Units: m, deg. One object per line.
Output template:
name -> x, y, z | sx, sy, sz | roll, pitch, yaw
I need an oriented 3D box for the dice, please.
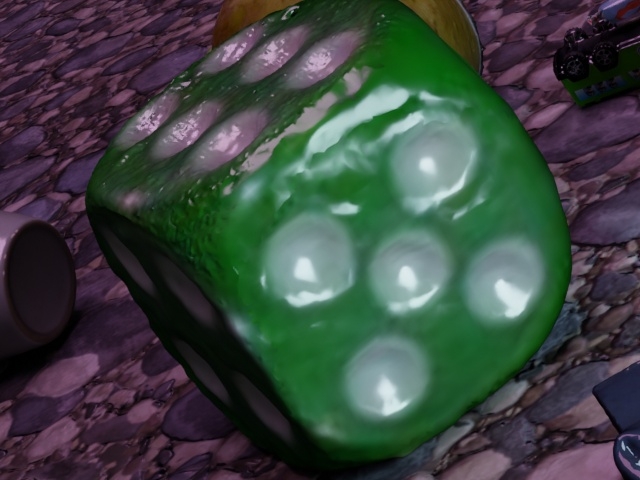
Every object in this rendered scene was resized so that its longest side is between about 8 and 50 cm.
dice -> 0.003, -0.009, 1.518 | 0.287, 0.300, 0.297 | -38, 26, -15

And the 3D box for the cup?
cup -> -0.373, 0.046, 2.001 | 0.234, 0.186, 0.258 | -6, 4, 26

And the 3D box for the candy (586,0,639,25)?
candy -> 0.300, -0.231, 1.818 | 0.083, 0.020, 0.030 | -25, 23, 8

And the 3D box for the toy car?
toy car -> 0.312, -0.190, 1.830 | 0.165, 0.062, 0.071 | -20, 26, 19

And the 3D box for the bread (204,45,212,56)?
bread -> -0.084, -0.227, 2.318 | 0.130, 0.071, 0.139 | -16, 25, 20

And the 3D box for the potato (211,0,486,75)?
potato -> -0.003, -0.169, 1.896 | 0.300, 0.246, 0.196 | -11, 15, 25

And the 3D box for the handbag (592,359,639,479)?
handbag -> 0.347, 0.122, 1.106 | 0.329, 0.122, 0.303 | -28, 25, -1
